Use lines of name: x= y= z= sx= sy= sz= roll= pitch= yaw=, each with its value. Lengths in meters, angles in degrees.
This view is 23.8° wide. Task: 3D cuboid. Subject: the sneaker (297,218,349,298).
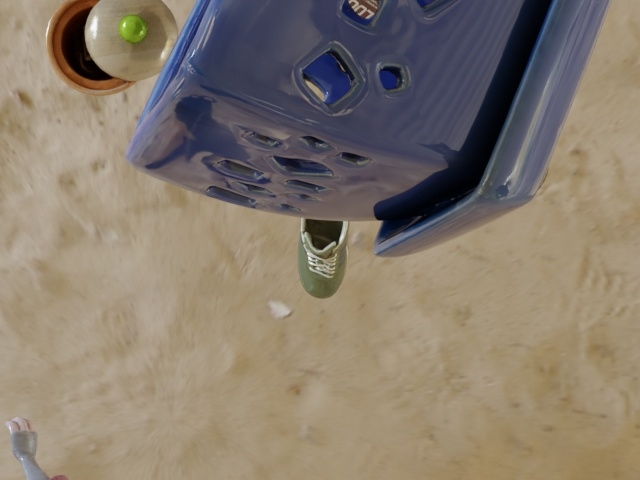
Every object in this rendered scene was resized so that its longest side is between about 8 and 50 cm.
sneaker: x=0.000 y=0.000 z=1.775 sx=0.064 sy=0.086 sz=0.192 roll=14 pitch=122 yaw=7

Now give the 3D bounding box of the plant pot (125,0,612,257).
plant pot: x=0.035 y=-0.122 z=0.901 sx=0.212 sy=0.236 sz=0.236 roll=26 pitch=75 yaw=-11

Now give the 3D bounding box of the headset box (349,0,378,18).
headset box: x=0.060 y=-0.317 z=1.220 sx=0.293 sy=0.110 sz=0.218 roll=-37 pitch=49 yaw=24

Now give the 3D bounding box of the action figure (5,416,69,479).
action figure: x=-0.293 y=0.347 z=1.497 sx=0.370 sy=0.276 sz=0.248 roll=-20 pitch=115 yaw=-31

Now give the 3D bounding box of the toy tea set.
toy tea set: x=-0.225 y=-0.245 z=1.044 sx=0.336 sy=0.124 sz=0.200 roll=35 pitch=82 yaw=-6
